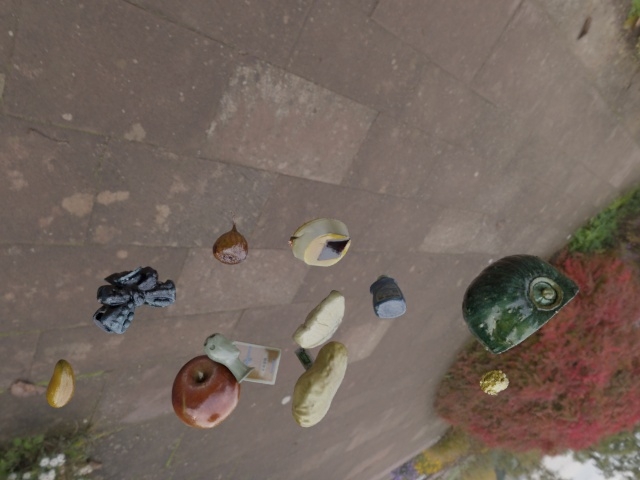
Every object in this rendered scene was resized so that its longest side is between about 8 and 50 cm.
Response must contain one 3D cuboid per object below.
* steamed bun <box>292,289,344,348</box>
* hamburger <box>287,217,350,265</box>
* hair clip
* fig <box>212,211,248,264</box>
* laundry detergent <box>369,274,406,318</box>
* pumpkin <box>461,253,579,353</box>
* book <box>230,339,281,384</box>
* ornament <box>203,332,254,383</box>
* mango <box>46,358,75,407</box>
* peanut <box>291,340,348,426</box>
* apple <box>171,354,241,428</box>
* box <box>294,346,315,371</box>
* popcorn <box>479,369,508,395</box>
[{"bbox_3d":[0.003,0.285,1.480,0.212,0.110,0.231,-47,174,-16],"label":"steamed bun"},{"bbox_3d":[0.000,0.000,1.880,0.295,0.151,0.227,15,120,-49],"label":"hamburger"},{"bbox_3d":[-0.729,0.212,1.675,0.310,0.194,0.207,-33,105,-45],"label":"hair clip"},{"bbox_3d":[-0.364,-0.007,1.756,0.145,0.201,0.134,-14,150,13],"label":"fig"},{"bbox_3d":[0.299,0.242,1.953,0.143,0.290,0.094,-15,109,7],"label":"laundry detergent"},{"bbox_3d":[0.533,0.159,1.226,0.292,0.197,0.263,-35,162,-11],"label":"pumpkin"},{"bbox_3d":[-0.314,0.564,1.992,0.241,0.018,0.171,13,85,-12],"label":"book"},{"bbox_3d":[-0.261,0.327,1.220,0.081,0.156,0.075,-47,174,5],"label":"ornament"},{"bbox_3d":[-0.950,0.527,1.585,0.084,0.102,0.184,4,109,-54],"label":"mango"},{"bbox_3d":[-0.004,0.507,1.536,0.319,0.147,0.147,-61,147,-11],"label":"peanut"},{"bbox_3d":[-0.328,0.439,1.246,0.201,0.201,0.162,-28,132,-24],"label":"apple"},{"bbox_3d":[-0.033,0.510,1.718,0.049,0.207,0.041,-39,142,-1],"label":"box"},{"bbox_3d":[0.528,0.432,1.307,0.082,0.057,0.083,-42,127,15],"label":"popcorn"}]
